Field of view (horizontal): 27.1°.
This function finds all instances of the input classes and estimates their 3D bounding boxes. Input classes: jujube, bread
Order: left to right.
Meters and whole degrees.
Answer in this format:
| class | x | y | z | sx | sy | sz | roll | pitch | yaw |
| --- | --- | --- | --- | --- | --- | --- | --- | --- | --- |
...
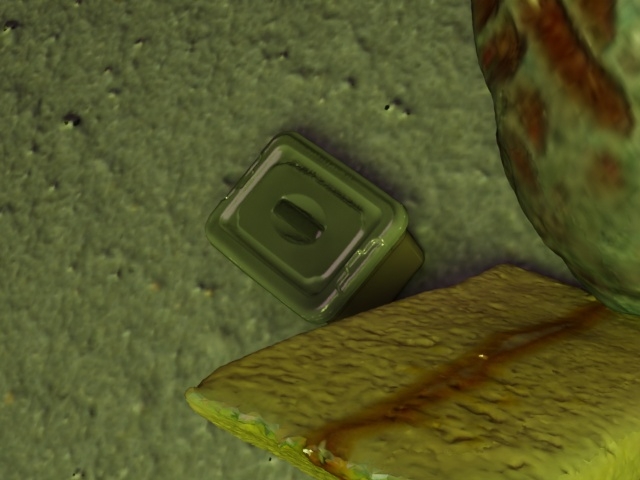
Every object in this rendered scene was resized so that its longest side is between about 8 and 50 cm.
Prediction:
| class | x | y | z | sx | sy | sz | roll | pitch | yaw |
| --- | --- | --- | --- | --- | --- | --- | --- | --- | --- |
| bread | 0.088 | 0.063 | 0.597 | 0.168 | 0.264 | 0.163 | 19 | 77 | 31 |
| jujube | 0.194 | -0.107 | 0.653 | 0.247 | 0.215 | 0.308 | -28 | 53 | 18 |

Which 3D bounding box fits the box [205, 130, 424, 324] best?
| class | x | y | z | sx | sy | sz | roll | pitch | yaw |
| --- | --- | --- | --- | --- | --- | --- | --- | --- | --- |
| box | 0.000 | 0.000 | 0.808 | 0.089 | 0.062 | 0.122 | -51 | 50 | -3 |
